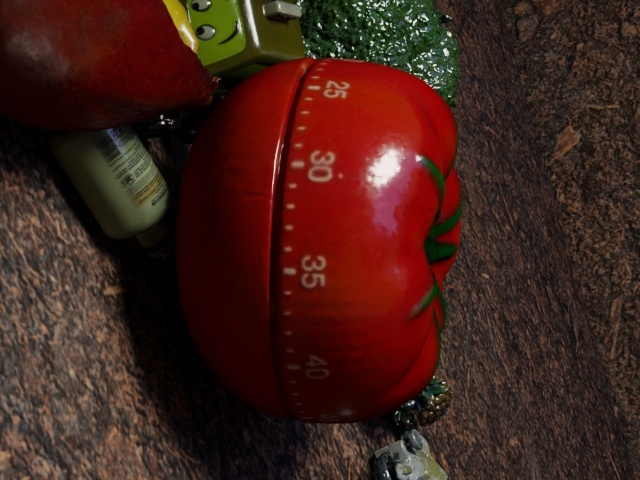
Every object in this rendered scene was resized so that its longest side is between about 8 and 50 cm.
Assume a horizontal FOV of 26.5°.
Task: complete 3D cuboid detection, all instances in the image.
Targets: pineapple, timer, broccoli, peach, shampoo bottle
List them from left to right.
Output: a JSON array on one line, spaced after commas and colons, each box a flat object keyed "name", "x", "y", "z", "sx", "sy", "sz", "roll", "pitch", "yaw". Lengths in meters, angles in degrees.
[{"name": "peach", "x": -0.247, "y": -0.217, "z": 1.191, "sx": 0.361, "sy": 0.201, "sz": 0.257, "roll": 55, "pitch": 0, "yaw": -35}, {"name": "shampoo bottle", "x": -0.193, "y": -0.052, "z": 1.326, "sx": 0.162, "sy": 0.079, "sz": 0.079, "roll": 60, "pitch": 24, "yaw": -23}, {"name": "timer", "x": 0.000, "y": 0.000, "z": 1.408, "sx": 0.378, "sy": 0.279, "sz": 0.378, "roll": 4, "pitch": 90, "yaw": -81}, {"name": "broccoli", "x": 0.034, "y": -0.266, "z": 1.806, "sx": 0.283, "sy": 0.304, "sz": 0.321, "roll": 141, "pitch": -45, "yaw": -79}, {"name": "pineapple", "x": 0.130, "y": 0.198, "z": 1.799, "sx": 0.083, "sy": 0.103, "sz": 0.221, "roll": 53, "pitch": 2, "yaw": 17}]

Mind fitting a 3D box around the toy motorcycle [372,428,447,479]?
[{"name": "toy motorcycle", "x": 0.123, "y": 0.321, "z": 1.747, "sx": 0.151, "sy": 0.074, "sz": 0.229, "roll": 65, "pitch": 13, "yaw": 3}]

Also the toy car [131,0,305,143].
[{"name": "toy car", "x": -0.119, "y": -0.223, "z": 1.458, "sx": 0.248, "sy": 0.198, "sz": 0.204, "roll": -3, "pitch": 80, "yaw": -59}]
